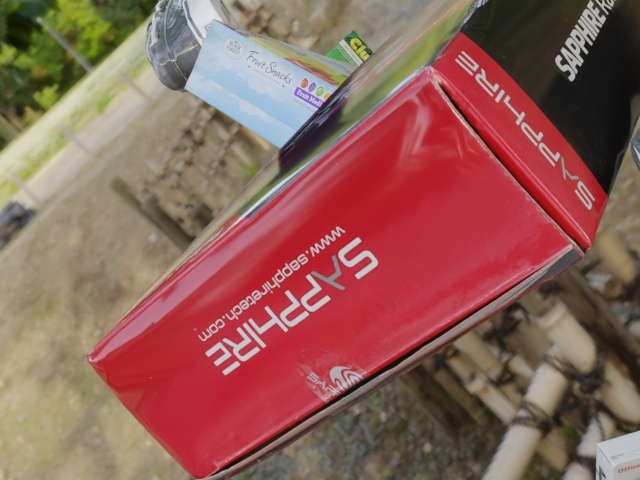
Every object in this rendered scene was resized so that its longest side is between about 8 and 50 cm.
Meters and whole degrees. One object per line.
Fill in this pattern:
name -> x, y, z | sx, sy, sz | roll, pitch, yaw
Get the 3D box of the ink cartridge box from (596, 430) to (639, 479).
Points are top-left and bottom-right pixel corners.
ink cartridge box -> 0.484, 0.367, 1.734 | 0.099, 0.135, 0.056 | -14, 34, -8

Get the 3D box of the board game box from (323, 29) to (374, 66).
board game box -> 0.097, -0.229, 1.932 | 0.136, 0.260, 0.030 | -44, 6, -27

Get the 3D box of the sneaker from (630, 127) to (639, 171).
sneaker -> 0.453, -0.023, 1.283 | 0.100, 0.271, 0.108 | -40, -7, -23

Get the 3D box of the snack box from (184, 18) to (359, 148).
snack box -> 0.022, -0.103, 0.922 | 0.174, 0.207, 0.070 | 34, 105, 34

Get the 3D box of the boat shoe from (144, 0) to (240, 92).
boat shoe -> -0.144, -0.224, 1.221 | 0.102, 0.108, 0.301 | -30, 22, 5

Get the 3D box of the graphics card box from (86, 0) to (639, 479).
graphics card box -> 0.060, -0.059, 0.573 | 0.233, 0.094, 0.371 | -38, 8, 38
